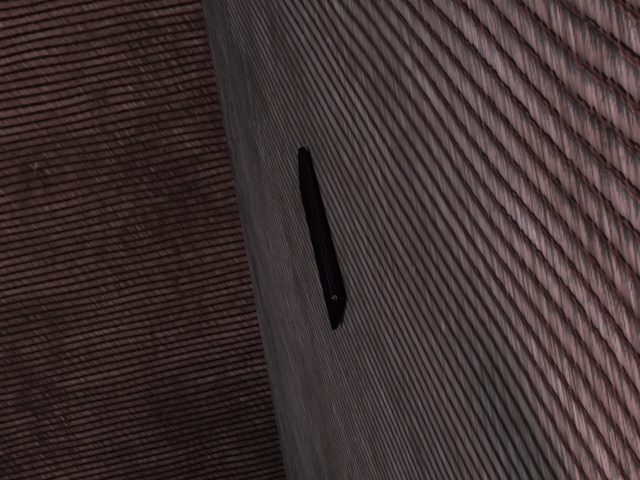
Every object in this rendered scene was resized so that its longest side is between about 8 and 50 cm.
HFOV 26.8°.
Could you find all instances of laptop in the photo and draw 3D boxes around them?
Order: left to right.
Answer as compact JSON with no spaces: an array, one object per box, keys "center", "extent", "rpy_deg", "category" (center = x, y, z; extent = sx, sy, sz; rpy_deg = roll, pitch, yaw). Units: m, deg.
[{"center":[0.000,0.000,1.607],"extent":[0.135,0.016,0.197],"rpy_deg":[94,164,-71],"category":"laptop"}]
